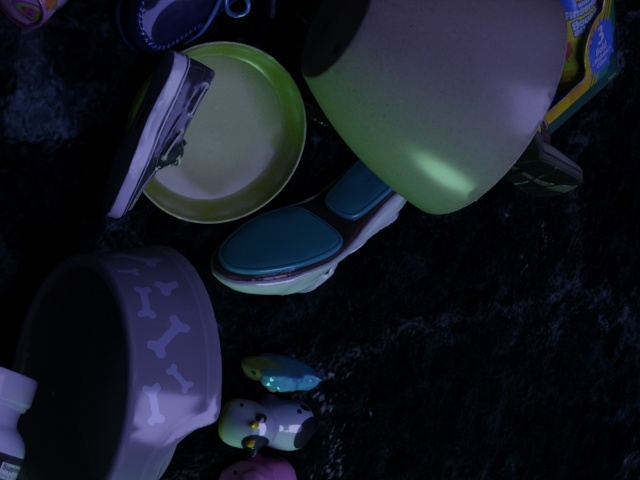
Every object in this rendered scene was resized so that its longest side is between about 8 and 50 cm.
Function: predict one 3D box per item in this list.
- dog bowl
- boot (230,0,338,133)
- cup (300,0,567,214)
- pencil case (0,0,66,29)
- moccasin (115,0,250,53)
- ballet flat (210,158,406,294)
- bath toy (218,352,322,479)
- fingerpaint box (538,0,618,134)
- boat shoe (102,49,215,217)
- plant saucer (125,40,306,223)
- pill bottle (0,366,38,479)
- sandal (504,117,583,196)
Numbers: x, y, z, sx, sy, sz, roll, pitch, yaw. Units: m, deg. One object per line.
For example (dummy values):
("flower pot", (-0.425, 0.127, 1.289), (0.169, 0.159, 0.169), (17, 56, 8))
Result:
("dog bowl", (-0.249, 0.172, 1.387), (0.102, 0.348, 0.349), (10, 97, -36))
("boot", (-0.013, -0.277, 1.663), (0.246, 0.094, 0.207), (28, 87, -45))
("cup", (0.117, -0.230, 1.552), (0.237, 0.331, 0.331), (25, 84, -25))
("pencil case", (-0.261, -0.360, 1.322), (0.284, 0.124, 0.124), (-51, 137, -22))
("moccasin", (-0.116, -0.365, 1.489), (0.342, 0.116, 0.138), (-55, 138, -19))
("ballet flat", (0.000, 0.000, 1.781), (0.400, 0.139, 0.139), (-35, 129, -37))
("bath toy", (-0.087, 0.350, 1.804), (0.151, 0.129, 0.348), (6, 101, -16))
("fingerpaint box", (0.298, -0.341, 1.949), (0.445, 0.163, 0.371), (-39, 132, -34))
("boat shoe", (-0.196, -0.120, 1.476), (0.070, 0.078, 0.219), (23, 99, -27))
("plant saucer", (-0.137, -0.141, 1.559), (0.240, 0.037, 0.241), (-9, 114, -20))
("pill bottle", (-0.422, 0.267, 1.336), (0.162, 0.162, 0.279), (34, 69, -50))
("sandal", (0.302, -0.152, 1.844), (0.302, 0.120, 0.086), (31, 56, -51))
